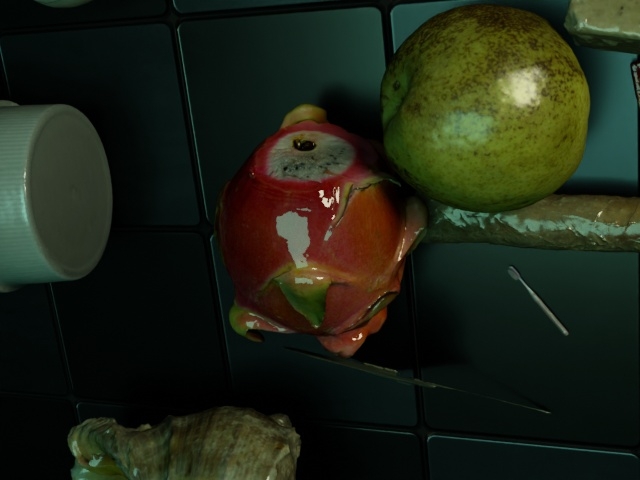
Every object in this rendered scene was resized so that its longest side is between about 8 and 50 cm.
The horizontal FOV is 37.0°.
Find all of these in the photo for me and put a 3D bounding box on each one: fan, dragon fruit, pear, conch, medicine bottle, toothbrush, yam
[{"bbox_3d":[0.107,0.156,1.050,0.310,0.182,0.010,15,86,-4],"label":"fan"},{"bbox_3d":[-0.002,-0.005,0.975,0.224,0.224,0.227,20,136,14],"label":"dragon fruit"},{"bbox_3d":[0.142,-0.117,0.881,0.197,0.197,0.197,8,112,19],"label":"pear"},{"bbox_3d":[-0.140,0.324,1.174,0.352,0.210,0.297,25,111,38],"label":"conch"},{"bbox_3d":[-0.424,-0.048,1.113,0.306,0.245,0.245,-2,109,15],"label":"medicine bottle"},{"bbox_3d":[0.233,0.065,1.024,0.097,0.008,0.006,49,133,-2],"label":"toothbrush"},{"bbox_3d":[0.237,-0.020,0.959,0.300,0.066,0.066,5,111,21],"label":"yam"}]

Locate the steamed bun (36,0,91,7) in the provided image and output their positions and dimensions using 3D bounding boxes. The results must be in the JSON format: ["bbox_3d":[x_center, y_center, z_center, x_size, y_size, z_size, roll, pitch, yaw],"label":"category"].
[{"bbox_3d":[-0.245,-0.351,0.990,0.177,0.131,0.228,39,121,16],"label":"steamed bun"}]

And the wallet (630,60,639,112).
[{"bbox_3d":[0.393,-0.135,0.875,0.196,0.020,0.103,-9,103,26],"label":"wallet"}]

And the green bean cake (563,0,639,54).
[{"bbox_3d":[0.308,-0.202,0.825,0.179,0.109,0.085,12,96,19],"label":"green bean cake"}]
